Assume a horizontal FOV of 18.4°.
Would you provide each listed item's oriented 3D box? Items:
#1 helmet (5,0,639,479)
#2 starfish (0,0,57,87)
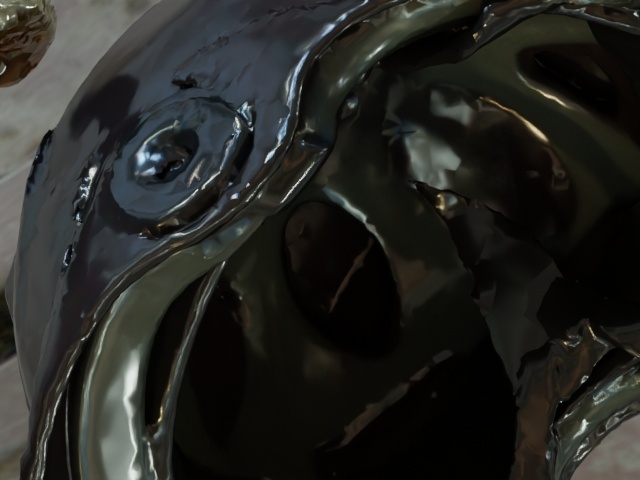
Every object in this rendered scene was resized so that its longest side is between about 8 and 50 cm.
[{"bbox_3d":[0.000,0.000,0.667,0.305,0.177,0.225,-36,133,-10],"label":"helmet"},{"bbox_3d":[-0.201,-0.029,0.556,0.303,0.113,0.312,46,31,15],"label":"starfish"}]
